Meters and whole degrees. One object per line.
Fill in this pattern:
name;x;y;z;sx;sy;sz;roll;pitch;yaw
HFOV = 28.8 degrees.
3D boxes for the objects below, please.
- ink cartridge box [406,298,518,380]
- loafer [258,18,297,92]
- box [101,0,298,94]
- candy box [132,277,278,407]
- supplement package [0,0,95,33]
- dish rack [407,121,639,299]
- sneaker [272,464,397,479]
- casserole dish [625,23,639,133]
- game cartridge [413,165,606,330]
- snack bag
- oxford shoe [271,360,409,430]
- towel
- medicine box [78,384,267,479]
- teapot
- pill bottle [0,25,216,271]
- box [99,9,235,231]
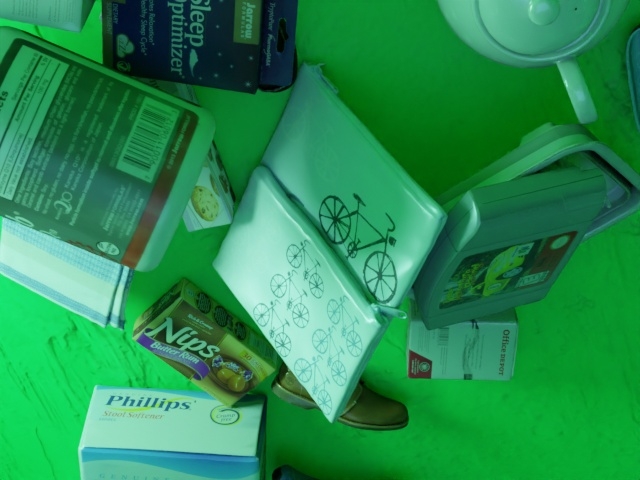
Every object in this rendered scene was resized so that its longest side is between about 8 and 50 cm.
ink cartridge box;0.199;0.139;1.770;0.151;0.063;0.109;1;125;1
loafer;-0.093;-0.264;1.499;0.080;0.078;0.220;-18;121;14
box;-0.142;-0.246;1.451;0.225;0.036;0.136;8;126;3
candy box;-0.164;0.149;1.801;0.187;0.053;0.109;39;117;-23
supplement package;-0.349;-0.365;1.399;0.203;0.149;0.194;10;124;-4
dish rack;0.236;-0.033;1.589;0.333;0.072;0.285;-31;152;21
sneaker;0.072;0.420;1.950;0.330;0.129;0.147;28;107;-20
casserole dish;0.437;-0.205;1.542;0.114;0.037;0.188;-11;124;10
game cartridge;0.218;0.018;1.540;0.196;0.060;0.294;-10;152;-14
snack bag;0.000;0.000;1.557;0.037;0.323;0.342;-4;134;-40
oxford shoe;0.039;0.221;1.832;0.212;0.076;0.076;20;112;-11
towel;-0.328;-0.029;1.668;0.209;0.034;0.285;24;123;12
medicine box;-0.218;0.377;1.900;0.264;0.149;0.289;3;125;1
teapot;0.245;-0.287;1.404;0.256;0.187;0.252;18;123;-11
pill bottle;-0.322;-0.121;1.441;0.363;0.210;0.210;23;122;-9
box;-0.188;-0.159;1.584;0.067;0.063;0.324;-11;123;11
